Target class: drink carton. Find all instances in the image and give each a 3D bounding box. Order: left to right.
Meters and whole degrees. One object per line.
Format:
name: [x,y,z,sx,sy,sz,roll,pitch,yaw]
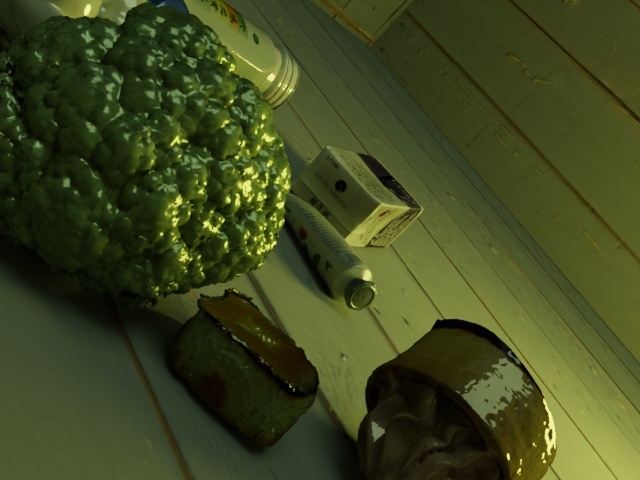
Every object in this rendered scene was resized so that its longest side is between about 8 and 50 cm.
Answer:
drink carton: [0.061,-0.068,1.701,0.134,0.102,0.222,51,16,16]

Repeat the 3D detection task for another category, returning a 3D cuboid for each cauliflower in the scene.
cauliflower: [-0.181,-0.067,0.942,0.250,0.272,0.275,-6,-70,56]

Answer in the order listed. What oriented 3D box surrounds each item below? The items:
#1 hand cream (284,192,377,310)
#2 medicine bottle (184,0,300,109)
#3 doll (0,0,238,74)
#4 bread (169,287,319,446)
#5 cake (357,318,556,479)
hand cream: [0.000,0.000,1.461,0.095,0.059,0.276,30,16,-39]
medicine bottle: [-0.180,-0.335,1.750,0.324,0.124,0.179,33,21,-40]
doll: [-0.284,-0.283,1.286,0.365,0.187,0.376,7,62,-52]
bread: [-0.067,0.110,0.956,0.140,0.069,0.128,42,14,4]
cake: [0.109,0.197,1.040,0.207,0.178,0.185,20,-48,59]
